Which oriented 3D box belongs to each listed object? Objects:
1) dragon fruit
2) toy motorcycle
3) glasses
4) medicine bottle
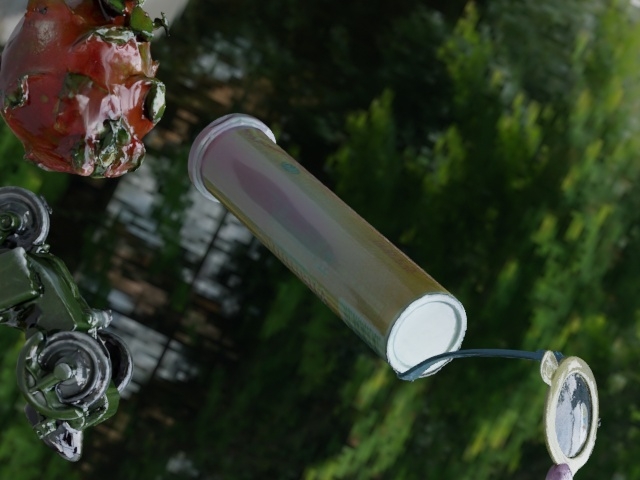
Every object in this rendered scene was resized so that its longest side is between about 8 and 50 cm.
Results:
[{"bbox_3d":[-0.235,-0.193,1.721,0.269,0.200,0.198,-57,147,-7],"label":"dragon fruit"},{"bbox_3d":[-0.278,0.078,1.569,0.127,0.275,0.205,-33,176,2],"label":"toy motorcycle"},{"bbox_3d":[0.130,0.175,1.284,0.220,0.088,0.190,3,-103,63],"label":"glasses"},{"bbox_3d":[0.000,0.000,1.695,0.426,0.108,0.108,43,-69,48],"label":"medicine bottle"}]
